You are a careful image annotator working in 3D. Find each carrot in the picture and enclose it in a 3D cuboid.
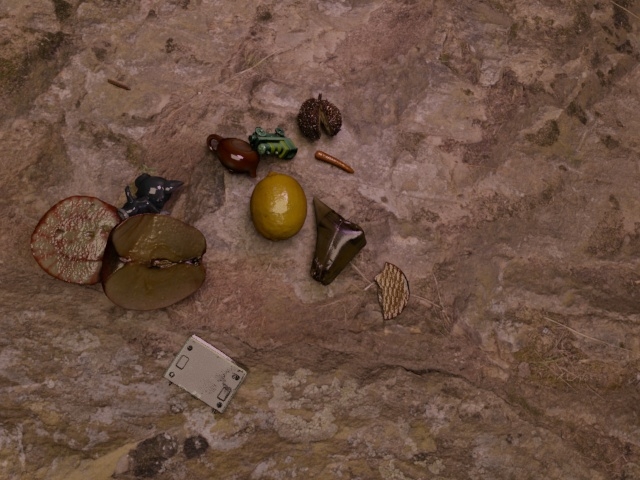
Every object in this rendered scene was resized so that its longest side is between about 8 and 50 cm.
[{"bbox_3d":[0.064,-0.337,2.019,0.190,0.037,0.037,23,77,-7],"label":"carrot"}]

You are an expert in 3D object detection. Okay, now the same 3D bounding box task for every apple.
[{"bbox_3d":[-0.595,0.073,1.706,0.365,0.328,0.295,-1,54,-27],"label":"apple"}]

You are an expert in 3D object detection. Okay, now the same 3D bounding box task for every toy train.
[{"bbox_3d":[-0.197,-0.395,1.918,0.200,0.083,0.132,-15,62,-46],"label":"toy train"}]

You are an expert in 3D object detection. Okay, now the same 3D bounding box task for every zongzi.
[{"bbox_3d":[0.000,0.000,1.916,0.300,0.145,0.274,39,81,16],"label":"zongzi"}]

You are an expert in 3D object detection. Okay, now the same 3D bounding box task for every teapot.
[{"bbox_3d":[-0.358,-0.339,1.900,0.252,0.178,0.135,31,116,6],"label":"teapot"}]

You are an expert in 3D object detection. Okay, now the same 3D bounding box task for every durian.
[{"bbox_3d":[-0.001,-0.518,1.967,0.196,0.167,0.196,-12,114,-27],"label":"durian"}]

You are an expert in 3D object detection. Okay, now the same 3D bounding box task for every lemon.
[{"bbox_3d":[-0.164,-0.130,1.846,0.236,0.236,0.263,15,95,-7],"label":"lemon"}]

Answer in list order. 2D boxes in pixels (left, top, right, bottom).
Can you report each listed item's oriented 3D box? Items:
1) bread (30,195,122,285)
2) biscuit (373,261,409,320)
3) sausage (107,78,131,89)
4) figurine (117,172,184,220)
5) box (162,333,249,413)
[{"bbox_3d":[-0.900,-0.007,1.756,0.295,0.114,0.327,26,78,-3],"label":"bread"},{"bbox_3d":[0.289,0.217,1.965,0.176,0.031,0.228,27,79,-4],"label":"biscuit"},{"bbox_3d":[-0.826,-0.640,1.927,0.100,0.015,0.015,21,78,-6],"label":"sausage"},{"bbox_3d":[-0.680,-0.166,1.788,0.193,0.265,0.140,15,113,24],"label":"figurine"},{"bbox_3d":[-0.435,0.509,1.782,0.270,0.045,0.210,35,75,-2],"label":"box"}]
